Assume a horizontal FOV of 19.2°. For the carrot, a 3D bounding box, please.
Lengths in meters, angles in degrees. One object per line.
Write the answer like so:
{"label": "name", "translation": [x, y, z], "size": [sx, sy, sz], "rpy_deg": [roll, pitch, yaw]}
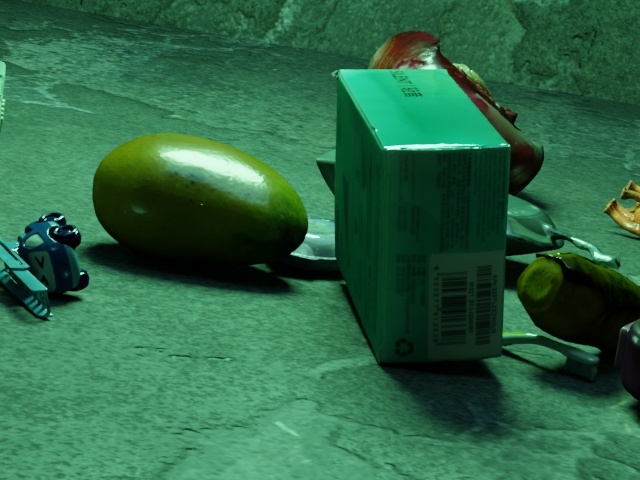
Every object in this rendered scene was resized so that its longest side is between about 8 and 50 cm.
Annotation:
{"label": "carrot", "translation": [0.250, 0.061, 1.752], "size": [0.173, 0.082, 0.082], "rpy_deg": [24, -1, -44]}

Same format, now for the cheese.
{"label": "cheese", "translation": [0.000, 0.000, 2.001], "size": [0.105, 0.042, 0.191], "rpy_deg": [13, 12, 14]}

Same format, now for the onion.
{"label": "onion", "translation": [0.155, -0.136, 2.496], "size": [0.272, 0.195, 0.272], "rpy_deg": [43, -1, 1]}

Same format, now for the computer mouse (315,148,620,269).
{"label": "computer mouse", "translation": [0.157, -0.017, 2.101], "size": [0.379, 0.090, 0.167], "rpy_deg": [22, 16, 28]}

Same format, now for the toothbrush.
{"label": "toothbrush", "translation": [0.148, 0.081, 1.773], "size": [0.263, 0.026, 0.022], "rpy_deg": [19, 24, 37]}

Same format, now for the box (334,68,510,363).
{"label": "box", "translation": [0.088, -0.032, 1.760], "size": [0.118, 0.205, 0.311], "rpy_deg": [0, 17, -8]}

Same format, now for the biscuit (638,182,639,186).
{"label": "biscuit", "translation": [0.583, -0.055, 2.626], "size": [0.283, 0.064, 0.432], "rpy_deg": [14, 13, 23]}

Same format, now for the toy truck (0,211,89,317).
{"label": "toy truck", "translation": [-0.240, 0.025, 1.684], "size": [0.074, 0.063, 0.136], "rpy_deg": [-19, 25, -23]}

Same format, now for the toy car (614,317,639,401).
{"label": "toy car", "translation": [0.430, 0.056, 1.588], "size": [0.341, 0.240, 0.271], "rpy_deg": [12, 13, 24]}

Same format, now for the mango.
{"label": "mango", "translation": [-0.119, -0.038, 1.901], "size": [0.221, 0.120, 0.151], "rpy_deg": [9, 26, 2]}

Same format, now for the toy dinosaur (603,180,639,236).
{"label": "toy dinosaur", "translation": [0.413, -0.028, 2.396], "size": [0.101, 0.055, 0.279], "rpy_deg": [31, 9, -4]}

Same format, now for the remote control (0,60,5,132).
{"label": "remote control", "translation": [-0.358, -0.097, 1.953], "size": [0.050, 0.145, 0.344], "rpy_deg": [11, 12, -11]}
